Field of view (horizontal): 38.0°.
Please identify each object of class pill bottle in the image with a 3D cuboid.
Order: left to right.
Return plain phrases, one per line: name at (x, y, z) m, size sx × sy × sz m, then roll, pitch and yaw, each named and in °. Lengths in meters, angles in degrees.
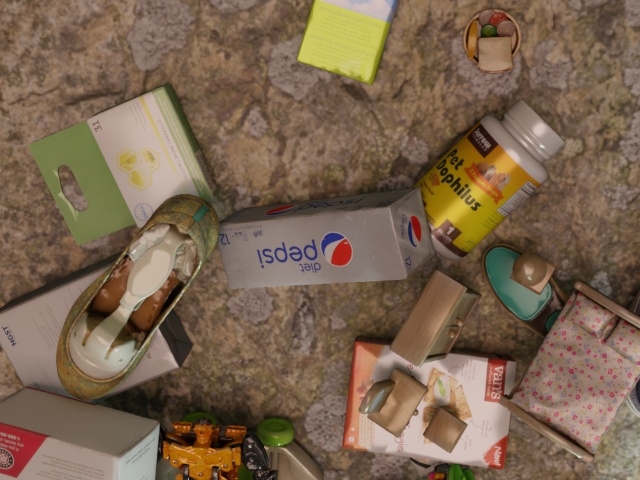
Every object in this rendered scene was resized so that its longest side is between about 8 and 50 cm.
pill bottle at (0.215, -0.082, 1.228) m, size 0.117 × 0.117 × 0.215 m, roll 43°, pitch 106°, yaw -7°

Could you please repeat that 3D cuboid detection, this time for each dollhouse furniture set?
dollhouse furniture set at (0.270, 0.192, 1.161) m, size 0.355 × 0.174 × 0.303 m, roll 32°, pitch 95°, yaw 18°

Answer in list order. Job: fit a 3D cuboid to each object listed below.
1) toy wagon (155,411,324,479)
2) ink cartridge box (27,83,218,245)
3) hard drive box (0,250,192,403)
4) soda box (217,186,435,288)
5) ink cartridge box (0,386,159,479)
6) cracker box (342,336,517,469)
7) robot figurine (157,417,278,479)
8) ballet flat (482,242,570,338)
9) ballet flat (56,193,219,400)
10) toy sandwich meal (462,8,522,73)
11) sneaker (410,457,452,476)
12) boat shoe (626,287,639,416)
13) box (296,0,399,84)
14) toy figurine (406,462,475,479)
toy wagon at (-0.169, 0.393, 1.433) m, size 0.344 × 0.068 × 0.267 m, roll 4°, pitch 106°, yaw 5°
ink cartridge box at (-0.284, -0.098, 1.310) m, size 0.235 × 0.056 × 0.171 m, roll -21°, pitch 104°, yaw 9°
hard drive box at (-0.335, 0.136, 1.364) m, size 0.232 × 0.089 × 0.181 m, roll -22°, pitch 102°, yaw 11°
soda box at (0.000, 0.000, 1.232) m, size 0.286 × 0.091 × 0.098 m, roll -6°, pitch 106°, yaw 34°
ink cartridge box at (-0.356, 0.382, 1.284) m, size 0.226 × 0.131 × 0.306 m, roll 12°, pitch 107°, yaw 14°
cracker box at (0.155, 0.231, 1.334) m, size 0.232 × 0.067 × 0.156 m, roll 6°, pitch 91°, yaw 3°
robot figurine at (-0.165, 0.384, 1.350) m, size 0.211 × 0.085 × 0.291 m, roll 4°, pitch 107°, yaw 5°
ballet flat at (0.314, 0.097, 1.290) m, size 0.080 × 0.073 × 0.232 m, roll -45°, pitch 77°, yaw 15°
ballet flat at (-0.258, 0.089, 1.237) m, size 0.123 × 0.123 × 0.349 m, roll 37°, pitch 104°, yaw -5°
toy sandwich meal at (0.225, -0.261, 1.221) m, size 0.085 × 0.029 × 0.086 m, roll 2°, pitch 106°, yaw 5°
sneaker at (0.181, 0.313, 1.387) m, size 0.109 × 0.040 × 0.044 m, roll -30°, pitch 99°, yaw 13°
boat shoe at (0.484, 0.109, 1.234) m, size 0.127 × 0.158 × 0.341 m, roll 7°, pitch 107°, yaw 4°
box at (0.045, -0.306, 1.220) m, size 0.109 × 0.042 × 0.178 m, roll 18°, pitch 107°, yaw 0°
toy figurine at (0.144, 0.400, 1.372) m, size 0.159 × 0.130 × 0.173 m, roll -12°, pitch 133°, yaw 19°
